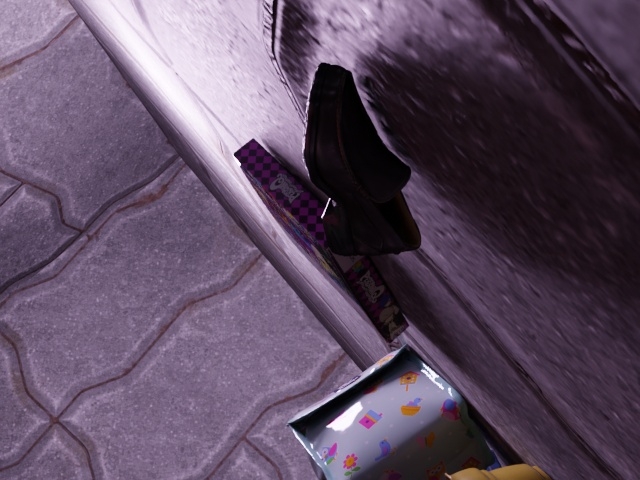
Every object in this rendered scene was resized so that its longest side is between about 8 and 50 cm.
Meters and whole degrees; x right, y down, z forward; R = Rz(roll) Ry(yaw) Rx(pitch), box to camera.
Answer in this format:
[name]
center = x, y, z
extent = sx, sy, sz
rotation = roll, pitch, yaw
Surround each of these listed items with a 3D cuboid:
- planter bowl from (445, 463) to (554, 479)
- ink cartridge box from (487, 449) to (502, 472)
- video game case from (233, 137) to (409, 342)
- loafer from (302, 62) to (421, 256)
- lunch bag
[planter bowl]
center = 0.247, 0.325, 1.097
extent = 0.217, 0.090, 0.217
rotation = 49, 174, 7
[ink cartridge box]
center = 0.184, 0.488, 1.266
extent = 0.395, 0.270, 0.151
rotation = -113, 4, -62
[video game case]
center = 0.000, 0.000, 1.189
extent = 0.232, 0.042, 0.210
rotation = 45, 173, 44
[loafer]
center = 0.030, -0.049, 0.617
extent = 0.061, 0.062, 0.170
rotation = 7, 150, 18
[lunch bag]
center = 0.085, 0.272, 1.376
extent = 0.160, 0.223, 0.262
rotation = 60, 172, -30
